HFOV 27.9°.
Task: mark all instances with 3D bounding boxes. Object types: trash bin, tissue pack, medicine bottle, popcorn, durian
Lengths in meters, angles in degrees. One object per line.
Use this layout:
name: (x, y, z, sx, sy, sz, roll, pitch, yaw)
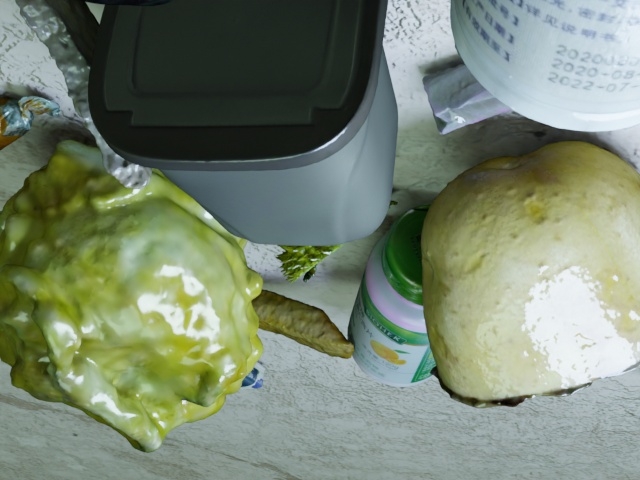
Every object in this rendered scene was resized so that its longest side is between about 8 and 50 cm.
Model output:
trash bin: (-0.038, -0.114, 1.059, 0.220, 0.219, 0.250, 3, 160, 14)
tissue pack: (-0.128, 0.189, 1.891, 0.062, 0.042, 0.083, -5, 151, 29)
medicine bottle: (0.192, -0.227, 0.781, 0.190, 0.190, 0.332, 8, 154, 1)
medicine bottle: (0.109, 0.064, 1.467, 0.133, 0.133, 0.274, 9, 153, -2)
popcorn: (-0.208, 0.061, 1.364, 0.312, 0.312, 0.312, 6, 154, 3)
durian: (0.000, 0.000, 1.436, 0.100, 0.086, 0.215, 6, 156, -29)

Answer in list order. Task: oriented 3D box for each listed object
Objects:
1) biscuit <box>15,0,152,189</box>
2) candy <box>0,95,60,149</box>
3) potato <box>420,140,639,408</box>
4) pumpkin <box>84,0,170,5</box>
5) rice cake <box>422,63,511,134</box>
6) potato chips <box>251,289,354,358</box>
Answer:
biscuit: (-0.202, -0.162, 1.064, 0.032, 0.133, 0.250, -27, 103, 9)
candy: (-0.343, -0.113, 1.328, 0.182, 0.046, 0.053, -16, 147, 36)
potato: (0.213, 0.014, 1.234, 0.285, 0.242, 0.242, -20, 149, 5)
pumpkin: (-0.109, -0.279, 0.699, 0.323, 0.241, 0.323, -7, 149, -4)
rice cake: (0.199, -0.146, 1.099, 0.270, 0.055, 0.049, -16, 150, 36)
potato chips: (-0.139, 0.083, 1.622, 0.407, 0.080, 0.057, 9, 146, 19)
